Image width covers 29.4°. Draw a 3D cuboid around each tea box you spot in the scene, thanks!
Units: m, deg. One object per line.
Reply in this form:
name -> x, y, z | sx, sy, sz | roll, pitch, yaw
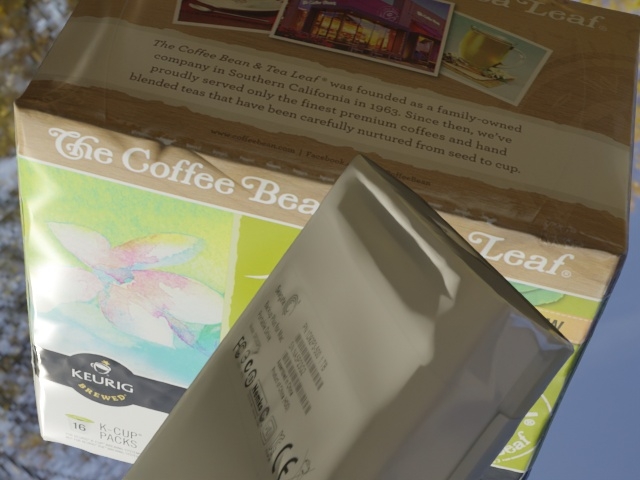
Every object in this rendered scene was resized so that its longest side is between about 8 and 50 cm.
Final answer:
tea box -> 0.000, 0.000, 0.796 | 0.329, 0.323, 0.220 | 13, -134, 4

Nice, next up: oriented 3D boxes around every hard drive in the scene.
hard drive -> -0.043, 0.120, 0.466 | 0.307, 0.040, 0.203 | -55, -162, 8
